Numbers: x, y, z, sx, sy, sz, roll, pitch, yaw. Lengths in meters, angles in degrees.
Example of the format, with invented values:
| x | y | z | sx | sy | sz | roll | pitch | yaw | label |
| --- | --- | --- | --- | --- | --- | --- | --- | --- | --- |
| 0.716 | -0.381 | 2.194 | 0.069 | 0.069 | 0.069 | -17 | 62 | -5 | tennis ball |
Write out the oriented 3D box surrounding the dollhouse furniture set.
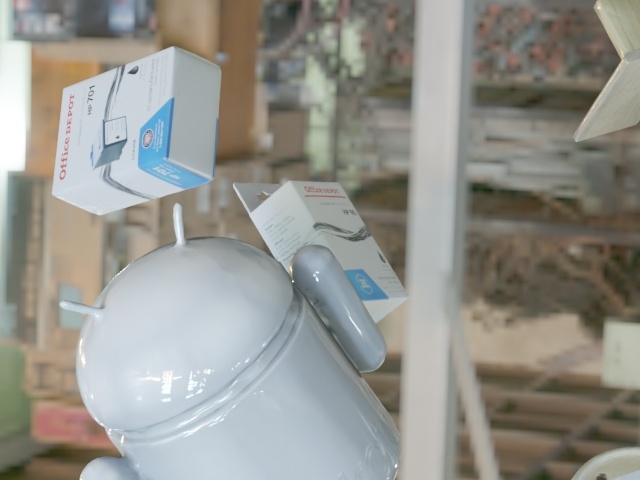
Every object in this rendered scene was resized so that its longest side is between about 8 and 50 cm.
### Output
| x | y | z | sx | sy | sz | roll | pitch | yaw | label |
| --- | --- | --- | --- | --- | --- | --- | --- | --- | --- |
| 0.250 | -0.187 | 1.437 | 0.144 | 0.151 | 0.123 | -16 | 159 | -19 | dollhouse furniture set |

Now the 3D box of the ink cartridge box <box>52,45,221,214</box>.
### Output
| x | y | z | sx | sy | sz | roll | pitch | yaw | label |
| --- | --- | --- | --- | --- | --- | --- | --- | --- | --- |
| -0.207 | -0.121 | 2.054 | 0.191 | 0.139 | 0.082 | -14 | 154 | 39 | ink cartridge box |

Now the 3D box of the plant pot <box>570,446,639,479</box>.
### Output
| x | y | z | sx | sy | sz | roll | pitch | yaw | label |
| --- | --- | --- | --- | --- | --- | --- | --- | --- | --- |
| 0.300 | 0.329 | 1.752 | 0.257 | 0.274 | 0.256 | -4 | -136 | 4 | plant pot |

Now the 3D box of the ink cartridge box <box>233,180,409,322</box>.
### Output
| x | y | z | sx | sy | sz | roll | pitch | yaw | label |
| --- | --- | --- | --- | --- | --- | --- | --- | --- | --- |
| 0.000 | 0.000 | 1.813 | 0.060 | 0.180 | 0.104 | -38 | 163 | 24 | ink cartridge box |

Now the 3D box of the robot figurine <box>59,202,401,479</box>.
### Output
| x | y | z | sx | sy | sz | roll | pitch | yaw | label |
| --- | --- | --- | --- | --- | --- | --- | --- | --- | --- |
| -0.067 | 0.140 | 1.528 | 0.300 | 0.353 | 0.200 | -48 | -153 | -25 | robot figurine |
